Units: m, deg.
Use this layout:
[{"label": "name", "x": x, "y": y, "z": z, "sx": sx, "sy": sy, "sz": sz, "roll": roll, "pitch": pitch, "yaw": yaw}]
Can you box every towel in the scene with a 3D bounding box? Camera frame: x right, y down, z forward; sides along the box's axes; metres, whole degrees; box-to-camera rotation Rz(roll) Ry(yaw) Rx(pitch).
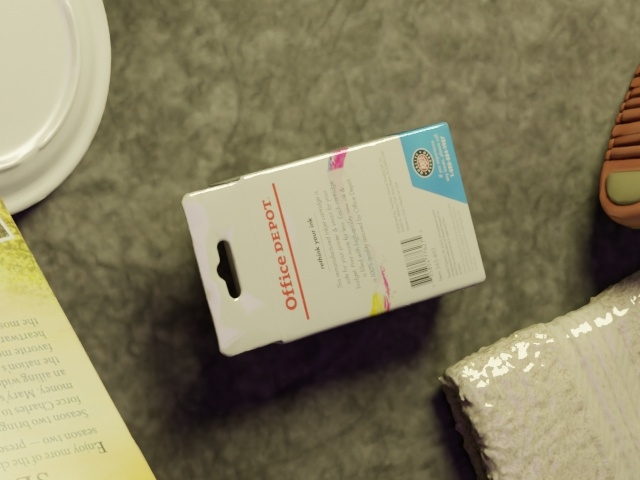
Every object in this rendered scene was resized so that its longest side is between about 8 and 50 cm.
[{"label": "towel", "x": 0.203, "y": 0.177, "z": 1.288, "sx": 0.187, "sy": 0.049, "sz": 0.282, "roll": -24, "pitch": 97, "yaw": -22}]

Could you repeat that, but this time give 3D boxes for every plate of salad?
[{"label": "plate of salad", "x": -0.211, "y": -0.109, "z": 1.126, "sx": 0.200, "sy": 0.048, "sz": 0.200, "roll": 0, "pitch": 91, "yaw": -38}]

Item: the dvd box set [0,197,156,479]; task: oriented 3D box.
[{"label": "dvd box set", "x": -0.254, "y": 0.052, "z": 0.864, "sx": 0.307, "sy": 0.062, "sz": 0.420, "roll": -10, "pitch": 57, "yaw": -41}]

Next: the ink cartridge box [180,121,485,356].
[{"label": "ink cartridge box", "x": 0.000, "y": 0.000, "z": 1.204, "sx": 0.181, "sy": 0.061, "sz": 0.104, "roll": -16, "pitch": 94, "yaw": -22}]

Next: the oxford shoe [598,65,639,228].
[{"label": "oxford shoe", "x": 0.338, "y": -0.138, "z": 1.310, "sx": 0.146, "sy": 0.140, "sz": 0.397, "roll": 45, "pitch": 75, "yaw": -22}]
